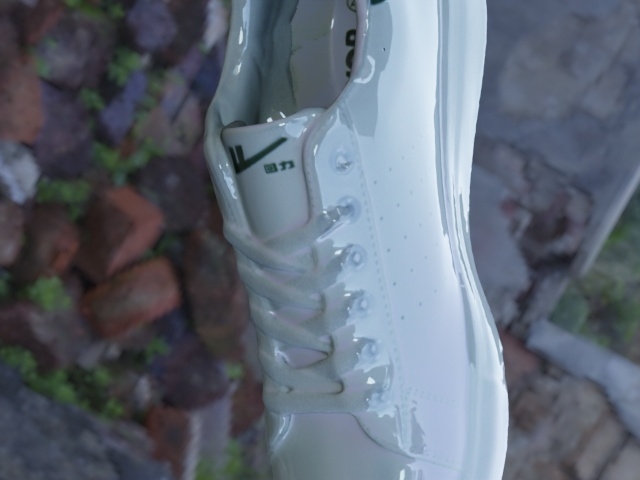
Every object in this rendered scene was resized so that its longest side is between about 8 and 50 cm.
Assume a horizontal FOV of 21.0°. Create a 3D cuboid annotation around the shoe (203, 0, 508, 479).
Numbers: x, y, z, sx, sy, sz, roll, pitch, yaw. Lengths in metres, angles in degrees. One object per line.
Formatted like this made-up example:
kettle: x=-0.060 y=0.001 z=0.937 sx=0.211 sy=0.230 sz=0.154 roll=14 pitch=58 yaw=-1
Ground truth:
shoe: x=0.000 y=0.000 z=0.607 sx=0.110 sy=0.095 sz=0.265 roll=22 pitch=64 yaw=-51
